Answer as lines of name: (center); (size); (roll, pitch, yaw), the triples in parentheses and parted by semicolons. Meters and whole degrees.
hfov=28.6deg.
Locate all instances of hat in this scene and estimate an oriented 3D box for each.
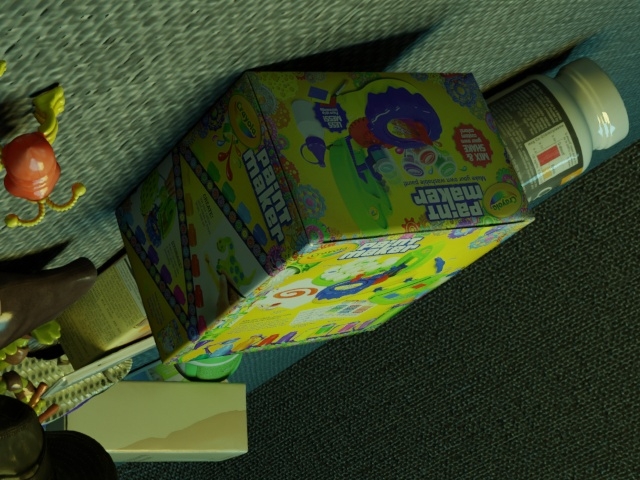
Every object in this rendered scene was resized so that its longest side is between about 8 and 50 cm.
hat: (-0.390, 0.243, 1.334); (0.331, 0.134, 0.331); (-8, -156, 3)

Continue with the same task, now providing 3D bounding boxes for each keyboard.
keyboard: (-0.229, 0.135, 1.560); (0.256, 0.014, 0.072); (-23, 176, -40)

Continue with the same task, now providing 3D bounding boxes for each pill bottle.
pill bottle: (0.277, -0.134, 1.753); (0.278, 0.162, 0.162); (-28, 171, -7)

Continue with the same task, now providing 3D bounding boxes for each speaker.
speaker: (-0.183, 0.162, 2.058); (0.131, 0.131, 0.296); (-28, 171, -12)

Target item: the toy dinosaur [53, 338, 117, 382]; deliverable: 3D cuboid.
toy dinosaur: (-0.302, 0.132, 1.643); (0.092, 0.053, 0.183); (-13, -159, 0)

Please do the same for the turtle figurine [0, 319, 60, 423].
turtle figurine: (-0.394, 0.160, 1.481); (0.269, 0.087, 0.217); (1, 142, -46)

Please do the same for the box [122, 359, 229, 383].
box: (-0.297, 0.292, 2.460); (0.203, 0.114, 0.103); (-25, 170, -37)

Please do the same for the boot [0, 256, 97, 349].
boot: (-0.360, 0.110, 1.301); (0.207, 0.090, 0.248); (-16, 161, -49)

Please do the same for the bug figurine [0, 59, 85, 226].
bug figurine: (-0.288, -0.024, 0.843); (0.279, 0.072, 0.216); (-28, 171, -11)

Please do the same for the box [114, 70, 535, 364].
box: (0.000, -0.023, 1.257); (0.290, 0.177, 0.279); (-6, 158, -40)

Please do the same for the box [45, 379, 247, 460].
box: (-0.290, 0.302, 2.093); (0.311, 0.121, 0.148); (4, 163, -24)

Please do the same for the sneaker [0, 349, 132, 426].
sneaker: (-0.401, 0.221, 1.759); (0.146, 0.102, 0.293); (-35, 170, 33)

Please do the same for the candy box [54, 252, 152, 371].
candy box: (-0.167, 0.038, 1.527); (0.316, 0.087, 0.183); (-36, 171, 35)
